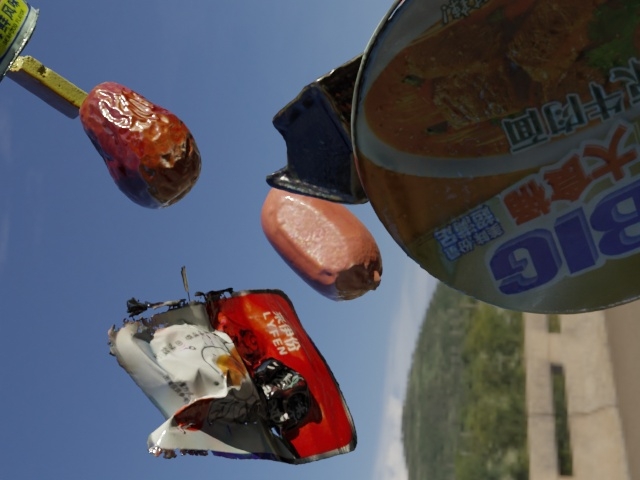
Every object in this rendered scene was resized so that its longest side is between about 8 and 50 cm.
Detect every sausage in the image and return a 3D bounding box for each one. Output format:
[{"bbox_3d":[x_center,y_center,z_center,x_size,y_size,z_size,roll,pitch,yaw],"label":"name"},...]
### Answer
[{"bbox_3d":[0.000,0.000,1.637,0.148,0.254,0.148,-44,-19,-19],"label":"sausage"}]

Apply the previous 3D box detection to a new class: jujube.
[{"bbox_3d":[-0.340,-0.179,1.866,0.190,0.255,0.190,-48,-4,-5],"label":"jujube"}]

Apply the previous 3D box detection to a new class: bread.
[{"bbox_3d":[-0.591,-0.338,2.082,0.088,0.226,0.049,-8,53,57],"label":"bread"}]

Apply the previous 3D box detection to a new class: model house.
[{"bbox_3d":[0.036,-0.125,0.993,0.165,0.106,0.152,-34,-39,-31],"label":"model house"}]

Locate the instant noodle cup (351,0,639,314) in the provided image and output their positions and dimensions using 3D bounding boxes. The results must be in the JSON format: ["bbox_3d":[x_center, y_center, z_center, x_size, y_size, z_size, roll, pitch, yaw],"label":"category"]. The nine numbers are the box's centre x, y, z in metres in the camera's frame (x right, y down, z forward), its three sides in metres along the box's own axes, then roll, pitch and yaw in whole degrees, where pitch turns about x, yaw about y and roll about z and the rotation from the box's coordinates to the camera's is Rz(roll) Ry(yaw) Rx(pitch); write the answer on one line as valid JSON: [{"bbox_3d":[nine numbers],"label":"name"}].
[{"bbox_3d":[0.171,-0.121,0.754,0.214,0.296,0.296,-80,-12,-61],"label":"instant noodle cup"}]

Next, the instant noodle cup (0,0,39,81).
[{"bbox_3d":[-0.567,-0.326,1.350,0.312,0.284,0.284,35,-135,-27],"label":"instant noodle cup"}]

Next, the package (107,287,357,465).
[{"bbox_3d":[-0.082,0.133,0.954,0.269,0.071,0.194,4,-116,-58],"label":"package"}]

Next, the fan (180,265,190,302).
[{"bbox_3d":[-0.259,0.090,1.931,0.056,0.004,0.083,-89,-11,-84],"label":"fan"}]
